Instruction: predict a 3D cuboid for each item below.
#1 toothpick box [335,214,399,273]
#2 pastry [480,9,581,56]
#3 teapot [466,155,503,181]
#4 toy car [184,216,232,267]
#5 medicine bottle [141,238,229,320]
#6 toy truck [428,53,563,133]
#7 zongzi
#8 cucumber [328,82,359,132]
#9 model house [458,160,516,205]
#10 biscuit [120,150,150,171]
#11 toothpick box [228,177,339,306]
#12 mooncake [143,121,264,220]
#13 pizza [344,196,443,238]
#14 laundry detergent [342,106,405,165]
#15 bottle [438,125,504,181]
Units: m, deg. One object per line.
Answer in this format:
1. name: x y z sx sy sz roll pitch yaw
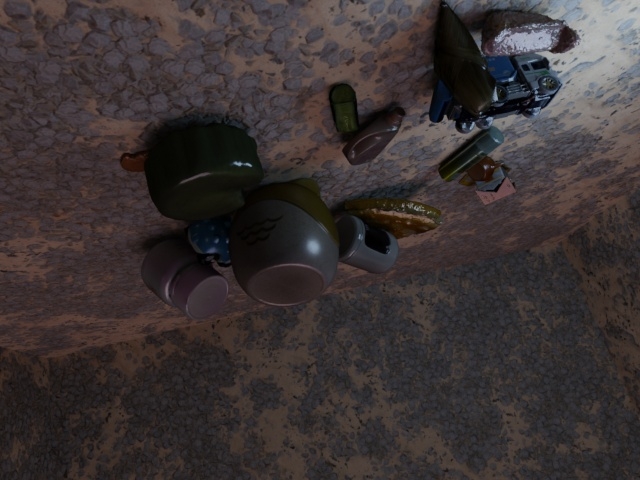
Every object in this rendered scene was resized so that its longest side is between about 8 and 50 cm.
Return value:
1. toothpick box: 0.204 0.039 2.106 0.317 0.228 0.229 22 142 -34
2. pastry: 0.537 -0.543 1.236 0.265 0.112 0.102 -1 149 -15
3. teapot: 0.675 -0.307 1.967 0.116 0.116 0.173 2 -179 -38
4. toy car: -0.406 -0.012 1.896 0.190 0.188 0.255 -38 157 16
5. medicine bottle: -0.559 0.163 1.960 0.256 0.325 0.256 -34 140 -34
6. toy truck: 0.503 -0.437 1.385 0.368 0.175 0.146 -12 161 -6
7. zongzi: 0.371 -0.455 1.191 0.112 0.221 0.242 -31 157 2
8. cucumber: 0.074 -0.390 1.408 0.078 0.062 0.211 -2 169 8
9. model house: 0.766 -0.241 2.137 0.219 0.135 0.207 -27 158 31
10. biscuit: -0.540 -0.238 1.436 0.131 0.019 0.102 -8 160 -18
11. toothpick box: -0.132 -0.002 1.757 0.409 0.425 0.408 -5 144 -3
12. mooncake: -0.353 -0.201 1.416 0.352 0.187 0.351 -18 167 -4
13. pizza: 0.311 -0.097 2.191 0.440 0.130 0.406 8 160 -2
14. laundry detergent: 0.167 -0.336 1.529 0.171 0.076 0.237 -23 168 -34
15. bottle: 0.586 -0.334 1.846 0.082 0.082 0.286 -1 157 -32
